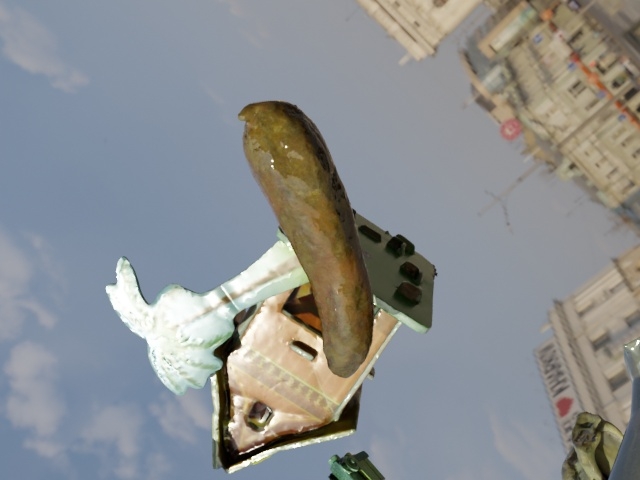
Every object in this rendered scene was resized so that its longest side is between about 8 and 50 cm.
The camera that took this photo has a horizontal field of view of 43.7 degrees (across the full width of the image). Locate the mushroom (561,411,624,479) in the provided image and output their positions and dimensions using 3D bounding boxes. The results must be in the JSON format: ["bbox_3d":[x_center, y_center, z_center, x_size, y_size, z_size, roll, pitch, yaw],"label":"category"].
[{"bbox_3d":[0.538,0.479,1.457,0.292,0.212,0.217,38,-113,-12],"label":"mushroom"}]

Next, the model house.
[{"bbox_3d":[-0.073,0.096,1.023,0.340,0.323,0.300,32,-165,-1],"label":"model house"}]

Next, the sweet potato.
[{"bbox_3d":[0.000,0.000,0.716,0.075,0.075,0.273,-70,-38,-65],"label":"sweet potato"}]

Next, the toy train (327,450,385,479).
[{"bbox_3d":[0.067,0.356,1.163,0.122,0.050,0.081,44,-155,25],"label":"toy train"}]

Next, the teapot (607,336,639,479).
[{"bbox_3d":[0.541,0.327,1.120,0.300,0.253,0.343,16,-116,-2],"label":"teapot"}]
